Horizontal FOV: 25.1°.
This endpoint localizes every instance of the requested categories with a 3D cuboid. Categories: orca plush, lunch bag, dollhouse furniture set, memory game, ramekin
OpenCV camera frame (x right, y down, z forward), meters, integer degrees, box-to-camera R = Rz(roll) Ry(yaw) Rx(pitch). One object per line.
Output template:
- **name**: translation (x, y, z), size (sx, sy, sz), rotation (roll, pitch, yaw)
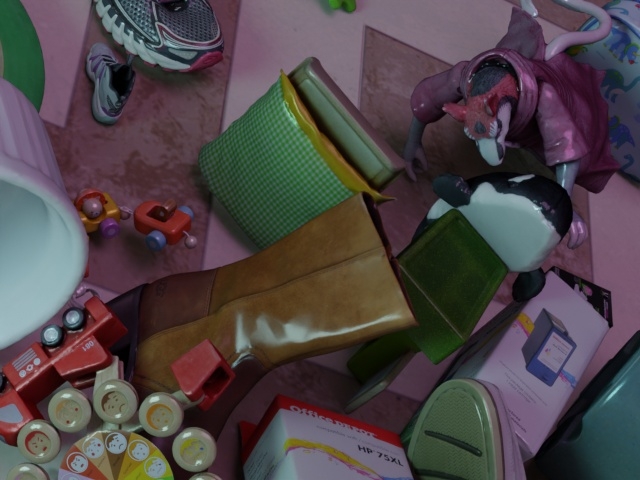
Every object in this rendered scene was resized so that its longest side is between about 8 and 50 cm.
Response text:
- **orca plush**: translation (0.181, -0.013, 1.465), size (0.151, 0.287, 0.102), rotation (43, 62, 8)
- **lunch bag**: translation (0.405, -0.192, 1.831), size (0.219, 0.176, 0.090), rotation (44, 46, 0)
- **dollhouse furniture set**: translation (0.000, 0.000, 1.387), size (0.301, 0.197, 0.151), rotation (49, 35, -2)
- **memory game**: translation (-0.167, 0.202, 1.176), size (0.186, 0.186, 0.012), rotation (42, 12, -2)
- **ramekin**: translation (-0.332, -0.022, 1.145), size (0.277, 0.277, 0.135), rotation (6, 50, -32)

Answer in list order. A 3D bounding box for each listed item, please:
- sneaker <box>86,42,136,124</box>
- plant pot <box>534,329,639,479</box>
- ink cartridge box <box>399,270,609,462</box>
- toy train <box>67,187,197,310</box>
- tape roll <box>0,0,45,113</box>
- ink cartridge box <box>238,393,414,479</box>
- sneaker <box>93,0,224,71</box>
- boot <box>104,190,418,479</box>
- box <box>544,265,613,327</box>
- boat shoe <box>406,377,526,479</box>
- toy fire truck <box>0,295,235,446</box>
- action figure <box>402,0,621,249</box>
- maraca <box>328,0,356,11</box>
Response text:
- **sneaker**: translation (-0.208, -0.174, 1.469), size (0.038, 0.069, 0.098), rotation (5, 58, -33)
- **plant pot**: translation (0.421, 0.242, 1.459), size (0.334, 0.341, 0.341), rotation (41, 45, 7)
- **ink cartridge box**: translation (0.182, 0.150, 1.453), size (0.093, 0.154, 0.212), rotation (45, 46, 0)
- **toy train**: translation (-0.198, -0.007, 1.344), size (0.125, 0.046, 0.166), rotation (26, 43, 22)
- **tape roll**: translation (-0.416, -0.166, 1.316), size (0.321, 0.077, 0.321), rotation (18, 51, -24)
- **ink cartridge box**: translation (0.010, 0.221, 1.279), size (0.134, 0.078, 0.231), rotation (21, 24, -21)
- **sneaker**: translation (-0.195, -0.310, 1.544), size (0.121, 0.112, 0.299), rotation (-21, 74, -42)
- **boot**: translation (-0.043, 0.117, 1.250), size (0.096, 0.280, 0.264), rotation (54, 19, -50)
- **box**: translation (0.281, 0.077, 1.637), size (0.083, 0.062, 0.052), rotation (23, 48, -19)
- **boat shoe**: translation (0.153, 0.268, 1.327), size (0.103, 0.113, 0.302), rotation (-10, 102, -42)
- **toy fire truck**: translation (-0.183, 0.123, 1.207), size (0.192, 0.047, 0.135), rotation (-39, 65, -4)
- **action figure**: translation (0.242, -0.156, 1.608), size (0.248, 0.276, 0.370), rotation (25, 9, 20)
- **maraca**: translation (-0.001, -0.361, 1.728), size (0.186, 0.099, 0.127), rotation (55, 42, -28)
